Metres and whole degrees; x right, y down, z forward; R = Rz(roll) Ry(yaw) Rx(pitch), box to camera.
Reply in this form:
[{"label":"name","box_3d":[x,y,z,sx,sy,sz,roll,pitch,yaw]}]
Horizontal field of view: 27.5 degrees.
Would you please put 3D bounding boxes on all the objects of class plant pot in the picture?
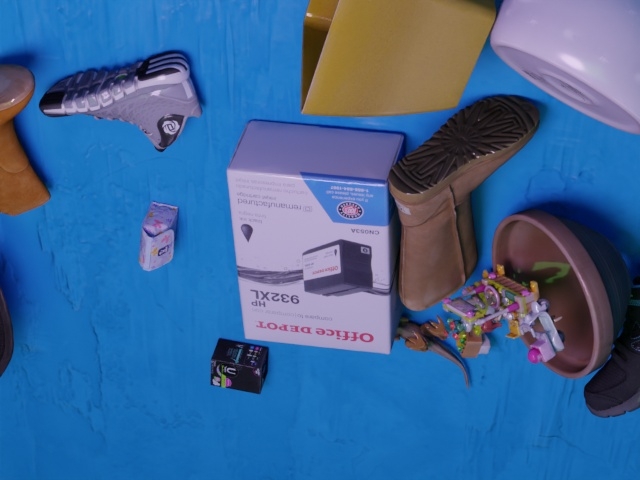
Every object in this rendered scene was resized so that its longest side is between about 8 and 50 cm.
[{"label":"plant pot","box_3d":[0.094,-0.270,1.563,0.187,0.212,0.212,12,131,-10]},{"label":"plant pot","box_3d":[0.343,0.058,1.777,0.110,0.237,0.237,-23,130,-19]}]

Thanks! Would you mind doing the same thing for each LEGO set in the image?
[{"label":"LEGO set","box_3d":[0.219,0.114,1.831,0.132,0.107,0.287,69,160,-2]}]

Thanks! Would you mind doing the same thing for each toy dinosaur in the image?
[{"label":"toy dinosaur","box_3d":[0.159,0.150,1.971,0.212,0.064,0.112,29,169,-4]}]

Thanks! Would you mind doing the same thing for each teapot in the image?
[{"label":"teapot","box_3d":[0.337,-0.251,1.518,0.253,0.256,0.187,32,91,15]}]

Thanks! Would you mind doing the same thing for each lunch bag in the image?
[{"label":"lunch bag","box_3d":[-0.240,-0.003,1.930,0.053,0.083,0.071,14,129,4]}]

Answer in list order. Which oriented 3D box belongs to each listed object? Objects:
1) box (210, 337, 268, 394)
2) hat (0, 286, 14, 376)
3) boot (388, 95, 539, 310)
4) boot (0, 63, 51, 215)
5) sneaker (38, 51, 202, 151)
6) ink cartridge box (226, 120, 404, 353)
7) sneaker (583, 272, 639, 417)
[{"label":"box","box_3d":[-0.129,0.200,2.082,0.083,0.052,0.062,10,131,6]},{"label":"hat","box_3d":[-0.594,0.078,2.056,0.331,0.134,0.331,7,111,17]},{"label":"boot","box_3d":[0.192,-0.049,1.769,0.236,0.089,0.269,-29,145,-11]},{"label":"boot","box_3d":[-0.447,-0.133,1.864,0.295,0.104,0.211,-9,133,39]},{"label":"sneaker","box_3d":[-0.268,-0.170,1.806,0.229,0.086,0.132,-10,127,20]},{"label":"ink cartridge box","box_3d":[0.000,0.000,1.839,0.223,0.129,0.307,5,129,11]},{"label":"sneaker","box_3d":[0.469,0.112,1.831,0.140,0.125,0.341,39,121,1]}]
